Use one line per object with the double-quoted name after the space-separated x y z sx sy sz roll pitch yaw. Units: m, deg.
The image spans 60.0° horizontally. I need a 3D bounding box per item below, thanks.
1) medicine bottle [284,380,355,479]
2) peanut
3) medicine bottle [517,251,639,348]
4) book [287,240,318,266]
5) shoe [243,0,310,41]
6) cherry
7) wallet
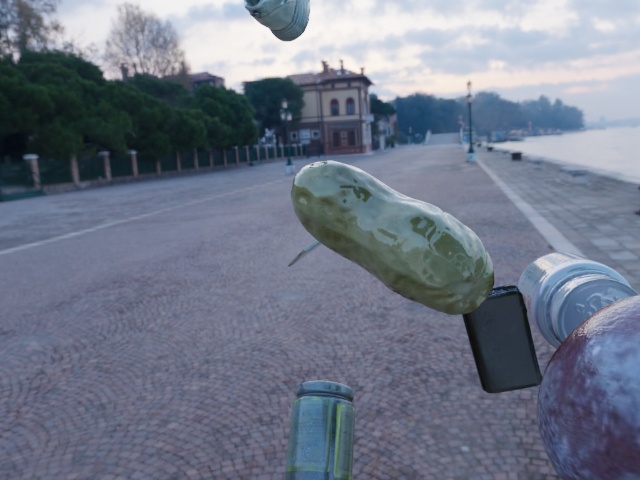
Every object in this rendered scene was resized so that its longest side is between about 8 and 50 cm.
-0.002 0.494 1.255 0.152 0.322 0.151 4 -29 2 "medicine bottle"
0.100 -0.009 0.772 0.319 0.147 0.147 33 13 2 "peanut"
0.460 0.115 0.995 0.170 0.169 0.293 -2 4 12 "medicine bottle"
0.000 0.000 1.407 0.168 0.013 0.192 -36 -2 -19 "book"
-0.112 -0.652 1.274 0.132 0.341 0.211 2 7 24 "shoe"
0.352 0.182 0.601 0.213 0.285 0.236 8 52 41 "cherry"
0.321 0.177 0.986 0.110 0.197 0.031 -15 17 15 "wallet"
